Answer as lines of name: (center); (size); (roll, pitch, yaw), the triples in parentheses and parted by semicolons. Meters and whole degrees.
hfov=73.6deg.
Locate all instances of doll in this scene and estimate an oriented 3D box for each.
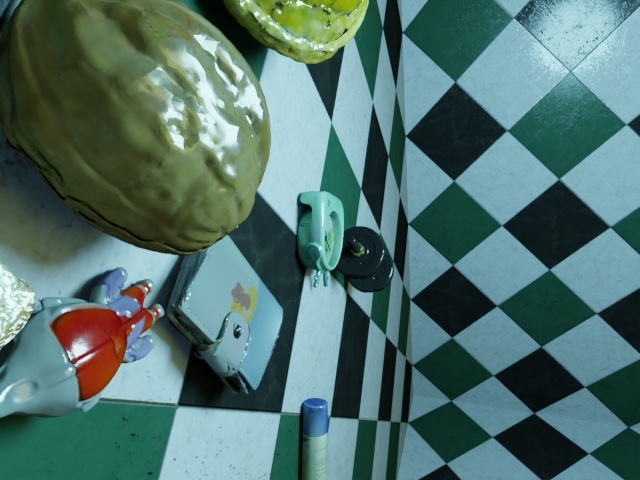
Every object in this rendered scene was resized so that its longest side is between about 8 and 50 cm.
doll: (-0.207, 0.090, 0.371); (0.227, 0.075, 0.102); (-57, 131, -72)

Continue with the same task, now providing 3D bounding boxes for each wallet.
wallet: (-0.131, 0.101, 0.603); (0.231, 0.069, 0.170); (64, 28, -42)

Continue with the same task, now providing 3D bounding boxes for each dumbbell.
dumbbell: (0.122, 0.058, 1.187); (0.325, 0.143, 0.143); (50, 45, -62)

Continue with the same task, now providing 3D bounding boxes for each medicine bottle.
medicine bottle: (-0.014, 0.481, 0.969); (0.059, 0.059, 0.231); (0, 91, -70)

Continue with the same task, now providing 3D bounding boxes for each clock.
clock: (0.000, 0.000, 0.957); (0.159, 0.065, 0.211); (20, 74, -69)

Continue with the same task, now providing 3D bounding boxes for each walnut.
walnut: (-0.144, -0.096, 0.371); (0.245, 0.198, 0.198); (56, 40, -44)

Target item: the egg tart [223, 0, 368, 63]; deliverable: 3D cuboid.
egg tart: (-0.022, -0.463, 0.604); (0.387, 0.168, 0.389); (-1, 91, -49)

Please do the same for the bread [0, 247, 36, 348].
bread: (-0.259, 0.028, 0.268); (0.129, 0.044, 0.126); (-34, 111, -67)
